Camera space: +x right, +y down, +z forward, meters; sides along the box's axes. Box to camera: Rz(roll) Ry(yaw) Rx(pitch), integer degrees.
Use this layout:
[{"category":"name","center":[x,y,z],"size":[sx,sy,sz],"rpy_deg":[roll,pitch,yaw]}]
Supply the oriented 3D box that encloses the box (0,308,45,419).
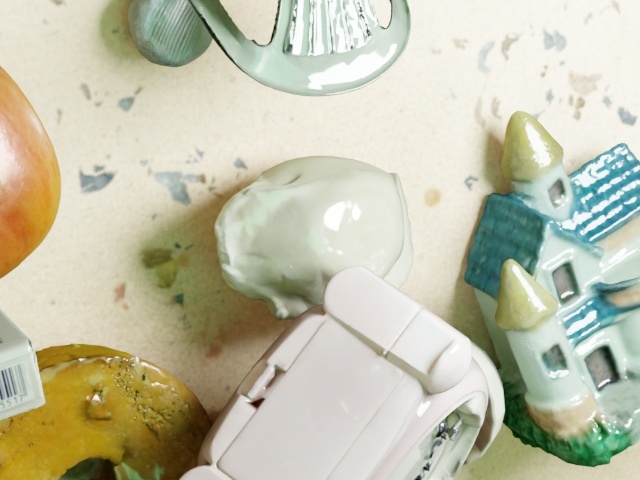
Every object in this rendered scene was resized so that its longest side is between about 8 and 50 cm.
[{"category":"box","center":[-0.383,0.126,1.632],"size":[0.259,0.168,0.071],"rpy_deg":[-18,116,-23]}]

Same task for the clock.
[{"category":"clock","center":[0.029,0.209,1.813],"size":[0.342,0.184,0.326],"rpy_deg":[-48,155,-5]}]

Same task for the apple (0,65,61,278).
[{"category":"apple","center":[-0.340,-0.052,1.559],"size":[0.242,0.242,0.241],"rpy_deg":[-46,123,-7]}]

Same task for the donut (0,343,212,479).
[{"category":"donut","center":[-0.233,0.220,1.774],"size":[0.278,0.108,0.277],"rpy_deg":[-9,110,-25]}]

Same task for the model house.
[{"category":"model house","center":[0.267,0.019,1.928],"size":[0.267,0.194,0.325],"rpy_deg":[-30,114,-16]}]

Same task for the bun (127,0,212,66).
[{"category":"bun","center":[-0.136,-0.194,1.726],"size":[0.083,0.045,0.083],"rpy_deg":[-11,113,-27]}]

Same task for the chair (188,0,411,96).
[{"category":"chair","center":[-0.018,-0.290,1.673],"size":[0.203,0.190,0.274],"rpy_deg":[-13,127,-24]}]

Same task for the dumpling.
[{"category":"dumpling","center":[0.000,0.000,1.815],"size":[0.250,0.132,0.162],"rpy_deg":[-4,100,-42]}]
